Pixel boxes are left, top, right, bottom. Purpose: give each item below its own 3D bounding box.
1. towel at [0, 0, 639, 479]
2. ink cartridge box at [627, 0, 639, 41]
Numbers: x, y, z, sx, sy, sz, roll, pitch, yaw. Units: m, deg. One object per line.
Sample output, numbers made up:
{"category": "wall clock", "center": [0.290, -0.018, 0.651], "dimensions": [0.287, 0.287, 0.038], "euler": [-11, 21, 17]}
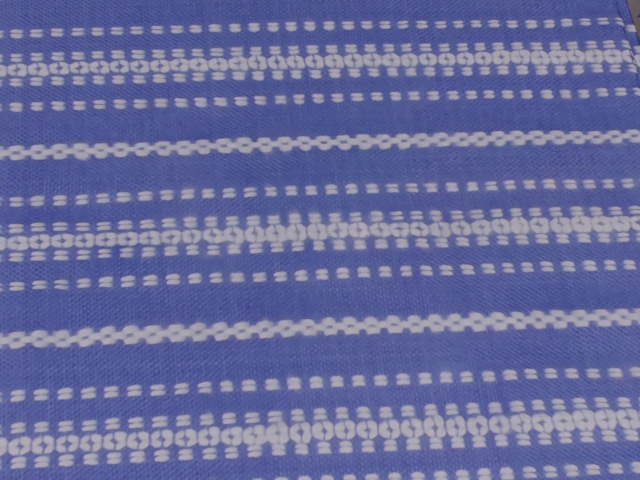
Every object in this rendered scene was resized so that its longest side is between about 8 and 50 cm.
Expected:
{"category": "towel", "center": [0.000, 0.000, 0.585], "dimensions": [0.243, 0.040, 0.336], "euler": [-2, 52, -7]}
{"category": "ink cartridge box", "center": [0.077, -0.096, 0.756], "dimensions": [0.090, 0.092, 0.143], "euler": [35, 43, 22]}
